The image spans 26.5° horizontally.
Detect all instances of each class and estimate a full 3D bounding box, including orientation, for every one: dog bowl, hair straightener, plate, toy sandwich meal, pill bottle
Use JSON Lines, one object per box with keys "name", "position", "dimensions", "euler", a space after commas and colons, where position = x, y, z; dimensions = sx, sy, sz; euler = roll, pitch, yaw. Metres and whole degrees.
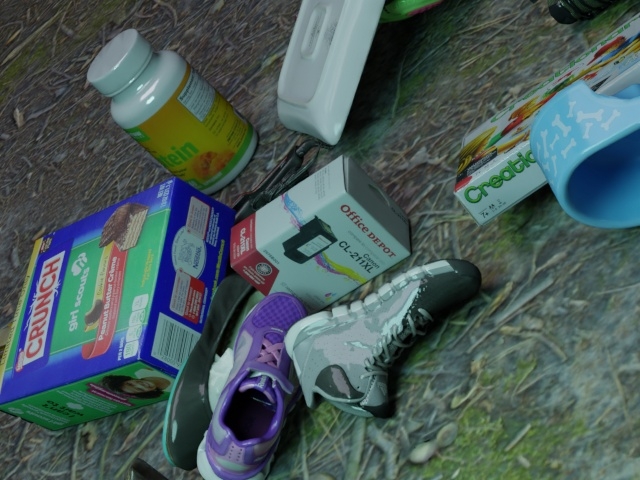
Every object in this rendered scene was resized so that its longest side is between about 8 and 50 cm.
{"name": "dog bowl", "position": [0.338, -0.109, 1.259], "dimensions": [0.297, 0.166, 0.074], "euler": [-30, 45, 27]}
{"name": "hair straightener", "position": [-0.063, -0.053, 1.831], "dimensions": [0.230, 0.047, 0.089], "euler": [-42, 30, -1]}
{"name": "plate", "position": [0.009, -0.279, 1.846], "dimensions": [0.278, 0.045, 0.277], "euler": [-148, 75, -70]}
{"name": "toy sandwich meal", "position": [-0.477, 0.149, 2.123], "dimensions": [0.085, 0.029, 0.086], "euler": [-32, 32, 24]}
{"name": "pill bottle", "position": [-0.219, -0.190, 1.982], "dimensions": [0.136, 0.245, 0.136], "euler": [-33, 32, 24]}

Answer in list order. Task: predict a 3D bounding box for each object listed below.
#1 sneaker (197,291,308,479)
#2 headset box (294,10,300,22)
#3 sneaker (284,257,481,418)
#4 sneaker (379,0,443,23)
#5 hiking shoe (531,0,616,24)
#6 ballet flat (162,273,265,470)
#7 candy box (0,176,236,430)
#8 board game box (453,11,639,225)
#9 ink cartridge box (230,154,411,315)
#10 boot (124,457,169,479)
{"name": "sneaker", "position": [-0.062, 0.154, 1.481], "dimensions": [0.104, 0.095, 0.236], "euler": [104, -176, -60]}
{"name": "headset box", "position": [-0.006, -0.314, 2.045], "dimensions": [0.032, 0.062, 0.083], "euler": [-36, 32, 16]}
{"name": "sneaker", "position": [0.077, 0.117, 1.415], "dimensions": [0.228, 0.086, 0.132], "euler": [-26, 55, 19]}
{"name": "sneaker", "position": [0.156, -0.497, 1.915], "dimensions": [0.185, 0.202, 0.483], "euler": [-13, 43, 46]}
{"name": "hiking shoe", "position": [0.327, -0.296, 1.592], "dimensions": [0.114, 0.086, 0.227], "euler": [-58, 23, 8]}
{"name": "ballet flat", "position": [-0.106, 0.141, 1.596], "dimensions": [0.096, 0.095, 0.280], "euler": [-12, 43, 28]}
{"name": "candy box", "position": [-0.277, 0.091, 1.806], "dimensions": [0.317, 0.122, 0.268], "euler": [-21, 49, 40]}
{"name": "board game box", "position": [0.280, -0.147, 1.426], "dimensions": [0.305, 0.053, 0.193], "euler": [-35, 12, 19]}
{"name": "ink cartridge box", "position": [0.000, 0.000, 1.587], "dimensions": [0.175, 0.127, 0.072], "euler": [-33, 33, 24]}
{"name": "boot", "position": [-0.171, 0.297, 1.460], "dimensions": [0.037, 0.114, 0.106], "euler": [-35, 31, 21]}
